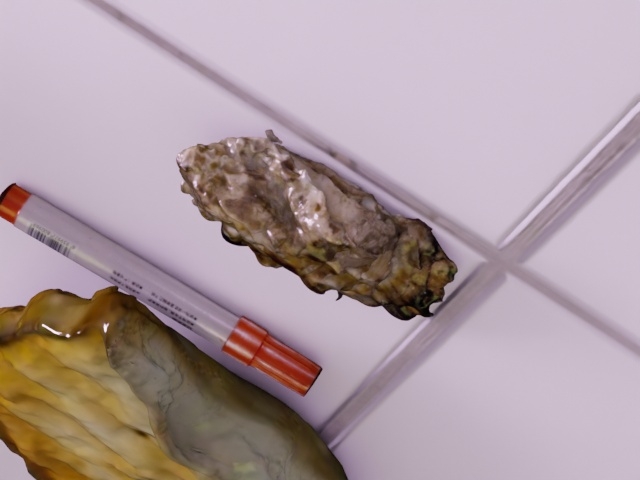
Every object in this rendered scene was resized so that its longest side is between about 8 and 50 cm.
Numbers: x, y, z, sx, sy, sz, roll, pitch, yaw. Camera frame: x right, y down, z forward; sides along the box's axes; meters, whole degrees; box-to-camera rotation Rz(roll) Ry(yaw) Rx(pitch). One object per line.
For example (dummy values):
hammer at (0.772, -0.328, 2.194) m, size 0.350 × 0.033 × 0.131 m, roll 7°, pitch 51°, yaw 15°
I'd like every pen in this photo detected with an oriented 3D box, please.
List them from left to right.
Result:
pen at (-0.106, 0.033, 1.140) m, size 0.239 × 0.028 × 0.028 m, roll 31°, pitch 144°, yaw -1°

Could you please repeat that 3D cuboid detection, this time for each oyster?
oyster at (-0.007, -0.004, 1.014) m, size 0.177 × 0.056 × 0.105 m, roll 39°, pitch 151°, yaw -20°

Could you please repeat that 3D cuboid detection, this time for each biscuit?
biscuit at (-0.103, 0.140, 1.214) m, size 0.329 × 0.078 × 0.335 m, roll 22°, pitch 149°, yaw 13°
